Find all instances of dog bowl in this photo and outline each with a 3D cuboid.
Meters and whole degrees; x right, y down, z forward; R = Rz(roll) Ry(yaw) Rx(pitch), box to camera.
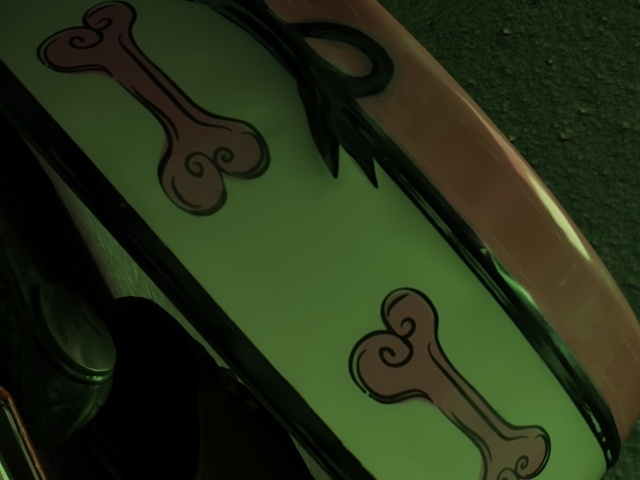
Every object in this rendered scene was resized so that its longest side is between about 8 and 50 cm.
[{"bbox_3d":[0.000,0.000,0.826,0.408,0.150,0.408,47,-5,5],"label":"dog bowl"}]

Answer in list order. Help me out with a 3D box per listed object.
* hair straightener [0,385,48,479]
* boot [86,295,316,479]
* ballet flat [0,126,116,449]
[{"bbox_3d":[-0.066,0.146,0.413,0.089,0.047,0.230,55,15,-86],"label":"hair straightener"},{"bbox_3d":[-0.022,0.174,0.762,0.295,0.104,0.211,59,2,39],"label":"boot"},{"bbox_3d":[-0.129,0.006,0.656,0.057,0.049,0.173,18,33,-42],"label":"ballet flat"}]
